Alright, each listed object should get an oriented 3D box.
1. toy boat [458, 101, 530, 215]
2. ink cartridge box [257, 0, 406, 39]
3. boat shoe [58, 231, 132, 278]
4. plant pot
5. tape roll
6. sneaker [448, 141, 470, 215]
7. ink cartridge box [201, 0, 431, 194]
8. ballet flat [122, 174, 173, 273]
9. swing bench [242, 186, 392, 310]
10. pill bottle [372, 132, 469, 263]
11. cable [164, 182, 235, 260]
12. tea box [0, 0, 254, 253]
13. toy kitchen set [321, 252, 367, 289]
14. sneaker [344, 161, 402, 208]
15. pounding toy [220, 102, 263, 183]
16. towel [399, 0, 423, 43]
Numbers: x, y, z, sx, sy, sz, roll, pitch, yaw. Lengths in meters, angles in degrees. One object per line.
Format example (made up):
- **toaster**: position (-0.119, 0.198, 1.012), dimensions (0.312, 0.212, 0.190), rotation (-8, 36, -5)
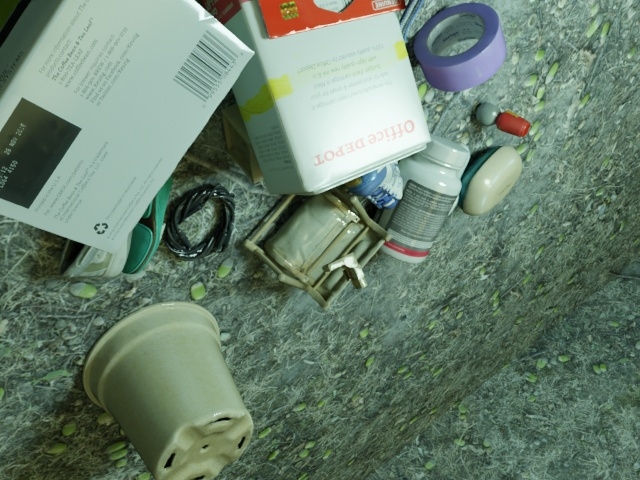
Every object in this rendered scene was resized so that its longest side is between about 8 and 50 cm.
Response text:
- **toy boat**: position (0.493, -0.240, 1.565), dimensions (0.267, 0.148, 0.318), rotation (-36, 145, -34)
- **ink cartridge box**: position (0.010, -0.452, 0.804), dimensions (0.275, 0.060, 0.238), rotation (-23, 102, -25)
- **boat shoe**: position (-0.387, -0.064, 0.950), dimensions (0.103, 0.118, 0.320), rotation (-7, 133, -43)
- **plant pot**: position (-0.314, 0.359, 1.206), dimensions (0.334, 0.305, 0.333), rotation (-24, 135, -26)
- **tape roll**: position (0.310, -0.430, 1.202), dimensions (0.189, 0.189, 0.080), rotation (-46, 141, -1)
- **sneaker**: position (0.346, -0.168, 1.537), dimensions (0.092, 0.087, 0.228), rotation (-8, 121, -26)
- **ink cartridge box**: position (-0.006, -0.298, 0.928), dimensions (0.279, 0.160, 0.384), rotation (-25, 104, -26)
- **ballet flat**: position (-0.329, -0.046, 1.040), dimensions (0.087, 0.083, 0.247), rotation (-37, 150, -61)
- **swing bench**: position (0.000, 0.000, 1.307), dimensions (0.253, 0.165, 0.255), rotation (-49, 145, 1)
- **pill bottle**: position (0.261, -0.113, 1.425), dimensions (0.176, 0.176, 0.318), rotation (1, 121, -42)
- **cable**: position (-0.251, -0.042, 1.146), dimensions (0.151, 0.047, 0.184), rotation (0, 124, -35)
- **tea box**: position (-0.321, -0.220, 0.715), dimensions (0.329, 0.323, 0.220), rotation (-52, 139, 7)
- **toy kitchen set**: position (0.049, 0.083, 1.242), dimensions (0.075, 0.068, 0.083), rotation (-25, 91, -27)
- **sneaker**: position (0.143, -0.131, 1.235), dimensions (0.112, 0.131, 0.296), rotation (-22, -171, 23)
- **pounding toy**: position (-0.128, -0.217, 1.054), dimensions (0.100, 0.141, 0.130), rotation (-29, 151, -21)
- **towel**: position (0.219, -0.511, 0.971), dimensions (0.243, 0.040, 0.336), rotation (120, -6, -60)
